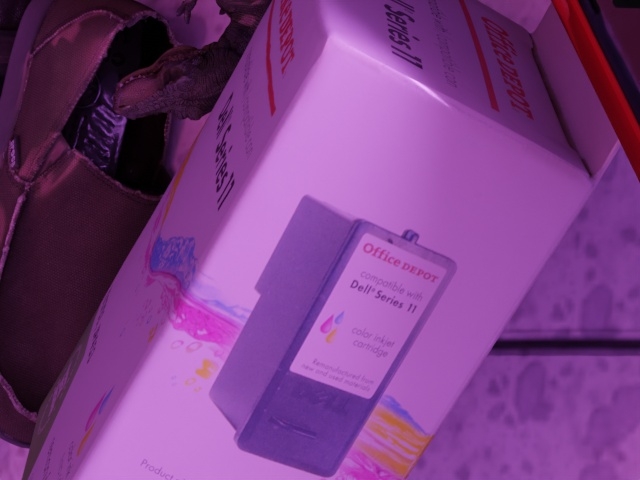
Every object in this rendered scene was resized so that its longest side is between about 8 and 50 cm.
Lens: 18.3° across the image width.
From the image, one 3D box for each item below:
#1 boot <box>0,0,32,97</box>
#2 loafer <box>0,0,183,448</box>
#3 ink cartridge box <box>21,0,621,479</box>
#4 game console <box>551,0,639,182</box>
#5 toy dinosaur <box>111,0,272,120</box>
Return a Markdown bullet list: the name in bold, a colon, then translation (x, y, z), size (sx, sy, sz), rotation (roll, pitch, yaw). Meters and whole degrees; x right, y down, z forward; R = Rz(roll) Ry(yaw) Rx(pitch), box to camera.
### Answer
- **boot**: translation (-0.229, -0.162, 1.184), size (0.263, 0.091, 0.229), rotation (-18, 64, 37)
- **loafer**: translation (-0.129, -0.016, 1.032), size (0.087, 0.094, 0.251), rotation (0, 81, 49)
- **ink cartridge box**: translation (0.000, 0.000, 0.819), size (0.353, 0.119, 0.207), rotation (-59, 12, 18)
- **game console**: translation (0.230, -0.143, 0.626), size (0.342, 0.060, 0.386), rotation (-27, 72, 10)
- **toy dinosaur**: translation (-0.009, -0.158, 0.960), size (0.268, 0.064, 0.118), rotation (-54, 25, -5)
